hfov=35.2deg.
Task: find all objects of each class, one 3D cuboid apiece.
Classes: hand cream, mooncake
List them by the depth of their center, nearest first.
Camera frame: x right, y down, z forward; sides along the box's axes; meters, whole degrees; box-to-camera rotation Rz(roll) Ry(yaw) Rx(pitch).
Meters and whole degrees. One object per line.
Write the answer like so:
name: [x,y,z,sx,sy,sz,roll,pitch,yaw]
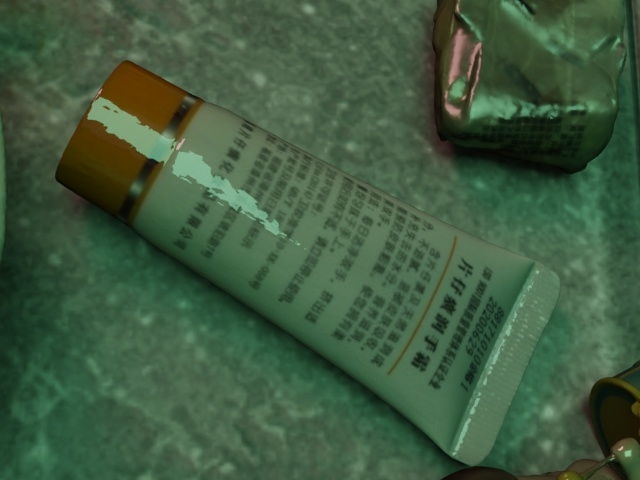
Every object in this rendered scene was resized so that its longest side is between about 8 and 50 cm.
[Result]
hand cream: [0.000,0.000,0.616,0.314,0.089,0.139,32,72,-4]
mooncake: [0.134,-0.113,0.679,0.125,0.073,0.129,9,70,-4]

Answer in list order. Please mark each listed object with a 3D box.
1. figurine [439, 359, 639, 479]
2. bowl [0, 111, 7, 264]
figurine: [0.133,0.176,0.561,0.276,0.161,0.158,-21,38,-18]
bowl: [-0.378,-0.032,0.428,0.435,0.196,0.434,-1,72,4]
